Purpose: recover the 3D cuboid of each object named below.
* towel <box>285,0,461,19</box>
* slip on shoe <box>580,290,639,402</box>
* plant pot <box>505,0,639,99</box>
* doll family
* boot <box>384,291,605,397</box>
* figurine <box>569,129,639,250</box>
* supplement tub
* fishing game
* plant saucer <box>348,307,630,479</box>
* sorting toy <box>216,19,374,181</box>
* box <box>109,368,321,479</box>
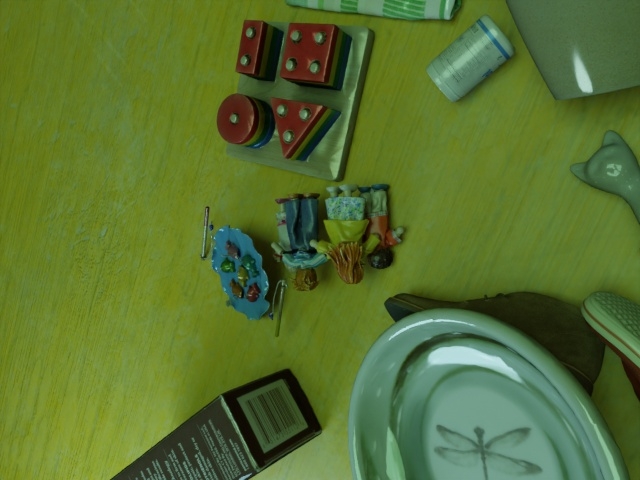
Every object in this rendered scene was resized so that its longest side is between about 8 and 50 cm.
[{"bbox_3d":[0.084,-0.483,0.797,0.325,0.038,0.247,22,117,29],"label":"towel"},{"bbox_3d":[0.414,0.201,0.585,0.331,0.123,0.101,50,126,9],"label":"slip on shoe"},{"bbox_3d":[0.317,-0.311,0.584,0.257,0.256,0.273,-4,105,32],"label":"plant pot"},{"bbox_3d":[0.000,0.000,0.841,0.263,0.118,0.163,-5,89,32],"label":"doll family"},{"bbox_3d":[0.235,0.121,0.728,0.305,0.112,0.115,17,62,38],"label":"boot"},{"bbox_3d":[0.435,-0.083,0.597,0.215,0.092,0.209,-44,62,26],"label":"figurine"},{"bbox_3d":[0.213,-0.258,0.732,0.107,0.071,0.071,-39,71,28],"label":"supplement tub"},{"bbox_3d":[-0.158,0.064,0.953,0.264,0.041,0.189,42,136,30],"label":"fishing game"},{"bbox_3d":[0.196,0.283,0.640,0.401,0.101,0.399,-3,86,54],"label":"plant saucer"},{"bbox_3d":[-0.064,-0.254,0.893,0.257,0.089,0.255,17,100,30],"label":"sorting toy"},{"bbox_3d":[-0.203,0.400,0.936,0.381,0.191,0.143,-40,71,27],"label":"box"}]
